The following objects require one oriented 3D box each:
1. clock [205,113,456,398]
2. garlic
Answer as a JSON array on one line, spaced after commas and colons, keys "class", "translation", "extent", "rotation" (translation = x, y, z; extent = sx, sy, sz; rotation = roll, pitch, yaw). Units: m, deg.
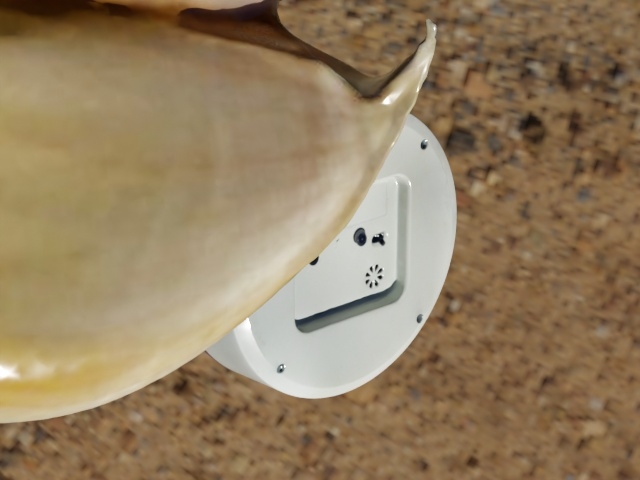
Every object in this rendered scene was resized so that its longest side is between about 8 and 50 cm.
[{"class": "clock", "translation": [0.000, 0.000, 1.426], "extent": [0.230, 0.083, 0.230], "rotation": [-16, 114, -40]}, {"class": "garlic", "translation": [-0.106, -0.093, 0.735], "extent": [0.313, 0.249, 0.286], "rotation": [-9, 64, -33]}]
